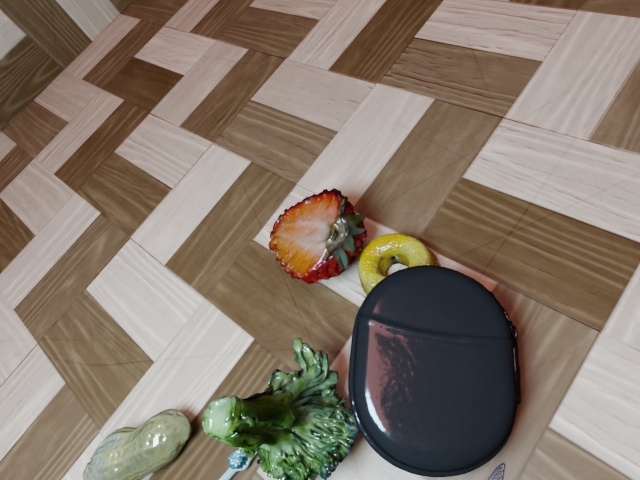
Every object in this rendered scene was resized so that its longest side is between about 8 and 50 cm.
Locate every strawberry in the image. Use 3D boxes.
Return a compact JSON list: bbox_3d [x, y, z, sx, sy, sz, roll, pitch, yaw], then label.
[{"bbox_3d":[0.000,0.000,0.899,0.236,0.111,0.190,10,74,53],"label":"strawberry"}]

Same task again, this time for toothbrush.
[{"bbox_3d":[-0.245,0.489,0.749,0.418,0.040,0.042,-48,61,-3],"label":"toothbrush"}]

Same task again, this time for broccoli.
[{"bbox_3d":[-0.041,0.239,0.662,0.177,0.275,0.199,19,59,33],"label":"broccoli"}]

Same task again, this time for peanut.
[{"bbox_3d":[-0.327,0.379,0.814,0.214,0.090,0.099,-27,44,3],"label":"peanut"}]

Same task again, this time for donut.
[{"bbox_3d":[0.140,0.050,0.829,0.151,0.058,0.152,-12,57,19],"label":"donut"}]

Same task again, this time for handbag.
[{"bbox_3d":[0.170,0.184,0.677,0.253,0.093,0.308,4,67,7],"label":"handbag"}]

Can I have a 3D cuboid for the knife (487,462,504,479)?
[{"bbox_3d":[0.214,0.387,0.624,0.023,0.010,0.170,26,72,33],"label":"knife"}]
